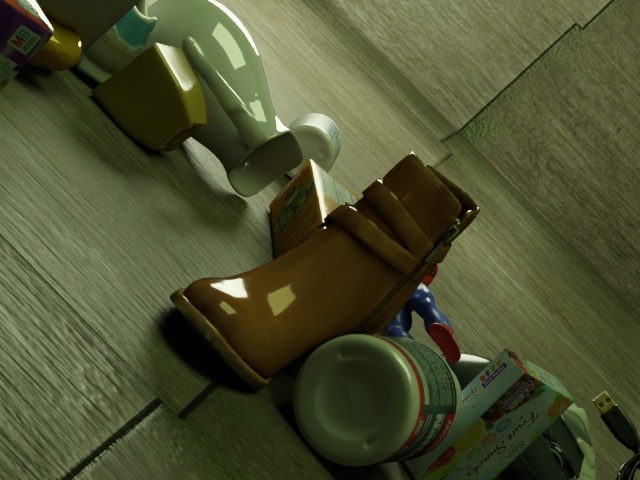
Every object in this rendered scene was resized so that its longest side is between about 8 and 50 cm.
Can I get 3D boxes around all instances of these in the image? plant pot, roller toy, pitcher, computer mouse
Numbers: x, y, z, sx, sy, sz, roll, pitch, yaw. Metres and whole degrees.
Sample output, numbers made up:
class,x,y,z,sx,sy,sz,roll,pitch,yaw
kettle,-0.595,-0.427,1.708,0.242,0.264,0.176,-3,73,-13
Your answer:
class,x,y,z,sx,sy,sz,roll,pitch,yaw
plant pot,-0.156,-0.133,1.834,0.083,0.081,0.081,55,14,8
roller toy,-0.262,-0.260,1.735,0.209,0.146,0.191,51,21,-2
pitcher,-0.110,-0.162,1.934,0.207,0.125,0.178,56,-6,14
computer mouse,0.239,0.186,1.916,0.262,0.060,0.184,47,51,7

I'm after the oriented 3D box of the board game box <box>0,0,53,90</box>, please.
class,x,y,z,sx,sy,sz,roll,pitch,yaw
board game box,-0.339,-0.191,1.265,0.275,0.142,0.144,32,18,-47

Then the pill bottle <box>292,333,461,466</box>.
class,x,y,z,sx,sy,sz,roll,pitch,yaw
pill bottle,0.057,0.134,1.591,0.108,0.108,0.180,49,13,17

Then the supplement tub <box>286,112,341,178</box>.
class,x,y,z,sx,sy,sz,roll,pitch,yaw
supplement tub,-0.013,-0.112,2.246,0.071,0.071,0.107,44,13,-5

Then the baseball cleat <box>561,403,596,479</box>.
class,x,y,z,sx,sy,sz,roll,pitch,yaw
baseball cleat,0.243,0.221,2.013,0.206,0.072,0.109,5,61,-53

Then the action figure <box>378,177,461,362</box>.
class,x,y,z,sx,sy,sz,roll,pitch,yaw
action figure,0.072,0.038,1.982,0.139,0.091,0.280,51,10,-16

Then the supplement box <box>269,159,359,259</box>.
class,x,y,z,sx,sy,sz,roll,pitch,yaw
supplement box,0.000,0.000,1.914,0.080,0.078,0.233,39,13,-15

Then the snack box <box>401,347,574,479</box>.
class,x,y,z,sx,sy,sz,roll,pitch,yaw
snack box,0.150,0.169,1.704,0.100,0.141,0.037,29,20,-52

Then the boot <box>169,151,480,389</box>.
class,x,y,z,sx,sy,sz,roll,pitch,yaw
boot,0.014,0.020,1.554,0.109,0.220,0.283,52,14,26

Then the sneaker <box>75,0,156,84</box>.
class,x,y,z,sx,sy,sz,roll,pitch,yaw
sneaker,-0.225,-0.241,1.920,0.087,0.092,0.228,34,16,-37
